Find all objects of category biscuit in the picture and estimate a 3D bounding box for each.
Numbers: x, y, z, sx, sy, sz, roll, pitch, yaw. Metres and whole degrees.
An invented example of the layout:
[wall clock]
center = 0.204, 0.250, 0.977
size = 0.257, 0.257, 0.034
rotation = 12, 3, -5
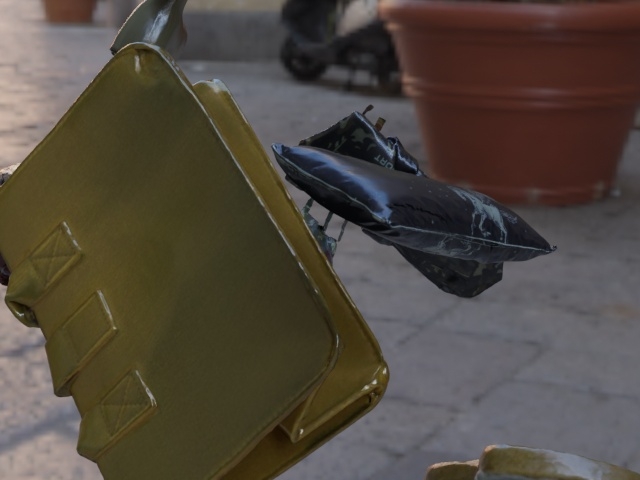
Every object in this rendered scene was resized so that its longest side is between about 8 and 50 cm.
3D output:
[biscuit]
center = 0.258, 0.321, 1.646
size = 0.287, 0.057, 0.343
rotation = 11, -25, 13

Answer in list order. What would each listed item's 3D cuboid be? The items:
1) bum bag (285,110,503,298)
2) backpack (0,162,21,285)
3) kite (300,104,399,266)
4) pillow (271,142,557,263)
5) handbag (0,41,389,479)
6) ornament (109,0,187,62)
[bum bag]
center = 0.084, -0.037, 1.408
size = 0.248, 0.102, 0.069
rotation = 33, 43, 4
[backpack]
center = -0.319, -0.021, 1.796
size = 0.229, 0.138, 0.229
rotation = 9, 19, -3
[kite]
center = -0.003, -0.001, 1.824
size = 0.022, 0.360, 0.204
rotation = 25, -10, 32
[pillow]
center = 0.074, -0.024, 1.054
size = 0.208, 0.055, 0.141
rotation = 12, 14, -45
[handbag]
center = -0.139, 0.044, 1.268
size = 0.401, 0.283, 0.133
rotation = 58, 15, 28
[ornament]
center = -0.198, -0.241, 1.638
size = 0.061, 0.245, 0.230
rotation = 31, -2, -2
